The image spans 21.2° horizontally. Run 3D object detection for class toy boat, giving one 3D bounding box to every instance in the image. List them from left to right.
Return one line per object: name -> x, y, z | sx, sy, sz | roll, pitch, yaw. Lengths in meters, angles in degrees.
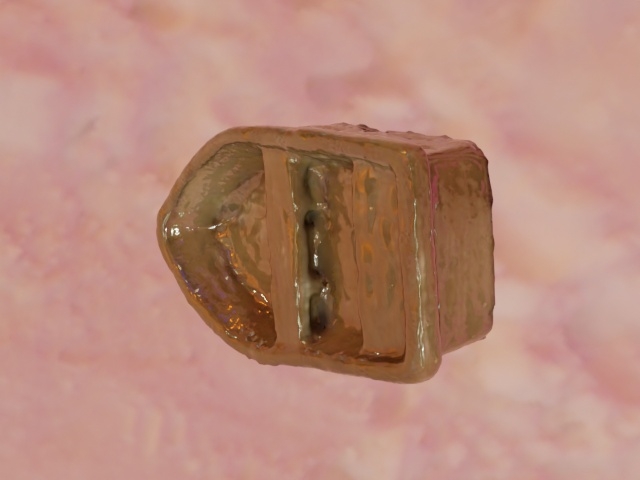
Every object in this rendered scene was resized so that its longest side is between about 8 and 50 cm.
toy boat -> 0.000, 0.000, 0.816 | 0.061, 0.188, 0.116 | -13, 104, -41
